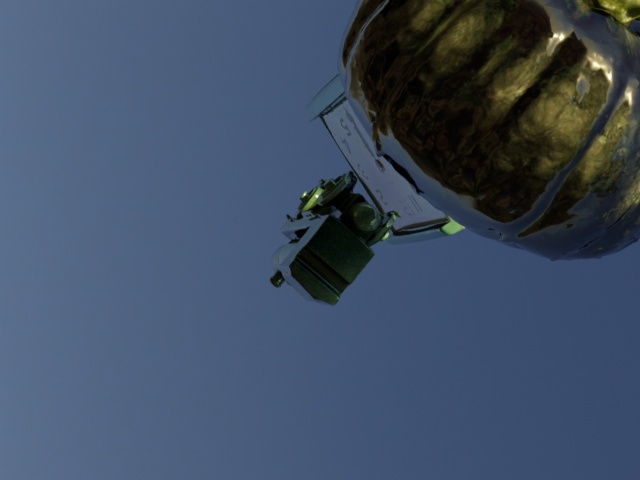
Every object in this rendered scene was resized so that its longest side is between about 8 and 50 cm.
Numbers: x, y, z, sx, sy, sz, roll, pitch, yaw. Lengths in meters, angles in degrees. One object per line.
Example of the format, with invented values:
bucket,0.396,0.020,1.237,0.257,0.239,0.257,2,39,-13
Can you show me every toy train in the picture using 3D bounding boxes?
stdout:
toy train,0.001,0.001,1.153,0.132,0.083,0.200,-51,-172,-11

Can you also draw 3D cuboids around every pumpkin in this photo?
pumpkin,0.171,-0.135,0.834,0.296,0.296,0.295,-5,-97,48

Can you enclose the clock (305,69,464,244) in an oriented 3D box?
clock,0.100,-0.118,1.346,0.231,0.116,0.262,58,-9,-3
